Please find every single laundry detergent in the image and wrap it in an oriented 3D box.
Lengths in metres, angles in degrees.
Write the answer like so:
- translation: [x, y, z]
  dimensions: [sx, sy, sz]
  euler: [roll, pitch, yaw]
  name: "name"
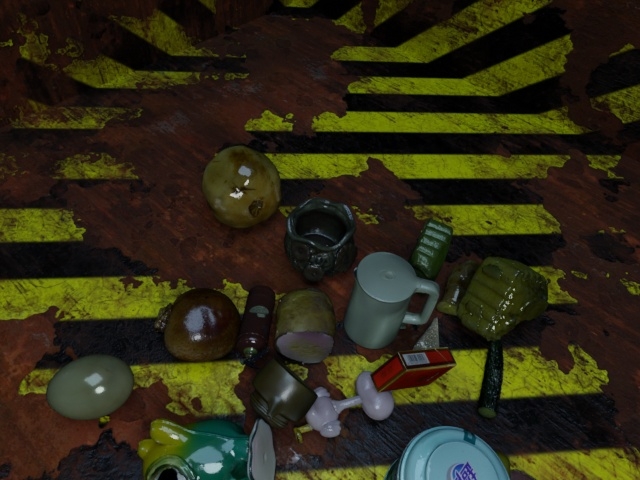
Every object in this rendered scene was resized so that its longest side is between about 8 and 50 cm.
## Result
- translation: [0.326, 0.660, 1.164]
  dimensions: [0.287, 0.305, 0.287]
  euler: [3, 51, -3]
  name: "laundry detergent"

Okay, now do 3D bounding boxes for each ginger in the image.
- translation: [0.540, 0.173, 1.708]
  dimensions: [0.109, 0.117, 0.263]
  euler: [6, 46, 47]
  name: "ginger"

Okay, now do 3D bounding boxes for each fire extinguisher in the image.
- translation: [-0.205, 0.293, 1.475]
  dimensions: [0.138, 0.102, 0.344]
  euler: [-31, 30, 23]
  name: "fire extinguisher"

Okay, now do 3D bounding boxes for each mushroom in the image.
- translation: [-0.405, 0.274, 1.475]
  dimensions: [0.282, 0.195, 0.264]
  euler: [-1, 57, -7]
  name: "mushroom"

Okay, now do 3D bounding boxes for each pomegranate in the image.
- translation: [-0.323, -0.218, 1.826]
  dimensions: [0.332, 0.333, 0.333]
  euler: [3, 51, -3]
  name: "pomegranate"

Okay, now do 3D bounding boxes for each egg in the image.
- translation: [-0.682, 0.434, 1.322]
  dimensions: [0.241, 0.186, 0.186]
  euler: [-5, 52, -5]
  name: "egg"

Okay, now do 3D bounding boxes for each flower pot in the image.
- translation: [0.000, 0.000, 1.722]
  dimensions: [0.301, 0.213, 0.302]
  euler: [3, 50, -3]
  name: "flower pot"

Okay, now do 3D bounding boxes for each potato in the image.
- translation: [-0.051, 0.264, 1.521]
  dimensions: [0.229, 0.229, 0.266]
  euler: [1, 43, -5]
  name: "potato"

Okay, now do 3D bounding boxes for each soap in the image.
- translation: [0.516, 0.694, 1.317]
  dimensions: [0.088, 0.045, 0.140]
  euler: [1, 48, 20]
  name: "soap"

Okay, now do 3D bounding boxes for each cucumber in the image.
- translation: [0.587, 0.454, 1.511]
  dimensions: [0.067, 0.068, 0.294]
  euler: [20, 50, 10]
  name: "cucumber"

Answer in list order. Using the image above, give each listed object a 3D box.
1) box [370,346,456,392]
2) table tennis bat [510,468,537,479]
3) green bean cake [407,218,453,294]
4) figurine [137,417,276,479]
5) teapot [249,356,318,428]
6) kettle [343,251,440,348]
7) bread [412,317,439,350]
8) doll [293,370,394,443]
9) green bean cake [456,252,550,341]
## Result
- translation: [0.295, 0.407, 1.407]
  dimensions: [0.239, 0.153, 0.074]
  euler: [7, 42, -36]
  name: "box"
- translation: [0.634, 0.769, 1.291]
  dimensions: [0.234, 0.022, 0.131]
  euler: [30, 55, 19]
  name: "table tennis bat"
- translation: [0.404, 0.066, 1.704]
  dimensions: [0.124, 0.222, 0.248]
  euler: [22, 55, 10]
  name: "green bean cake"
- translation: [-0.305, 0.589, 1.187]
  dimensions: [0.339, 0.324, 0.231]
  euler: [-8, 26, 9]
  name: "figurine"
- translation: [-0.129, 0.467, 1.314]
  dimensions: [0.185, 0.268, 0.175]
  euler: [42, 79, 3]
  name: "teapot"
- translation: [0.220, 0.221, 1.500]
  dimensions: [0.265, 0.318, 0.205]
  euler: [36, 55, 22]
  name: "kettle"
- translation: [0.362, 0.346, 1.567]
  dimensions: [0.105, 0.077, 0.152]
  euler: [8, 50, -1]
  name: "bread"
- translation: [0.083, 0.512, 1.396]
  dimensions: [0.364, 0.094, 0.160]
  euler: [-12, 46, -16]
  name: "doll"
- translation: [0.675, 0.222, 1.593]
  dimensions: [0.309, 0.285, 0.202]
  euler: [9, 18, -37]
  name: "green bean cake"
